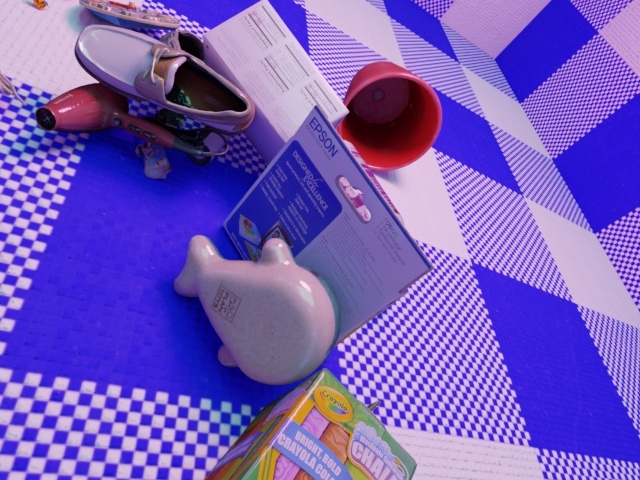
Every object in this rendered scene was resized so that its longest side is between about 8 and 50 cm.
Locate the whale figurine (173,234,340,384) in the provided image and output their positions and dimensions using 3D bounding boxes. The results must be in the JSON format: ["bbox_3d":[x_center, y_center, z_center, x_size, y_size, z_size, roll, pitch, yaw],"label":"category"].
[{"bbox_3d":[-0.093,0.092,0.700,0.272,0.216,0.141,28,14,21],"label":"whale figurine"}]

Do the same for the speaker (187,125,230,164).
[{"bbox_3d":[-0.223,-0.212,0.953,0.055,0.055,0.136,34,41,-12],"label":"speaker"}]

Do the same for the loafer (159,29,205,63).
[{"bbox_3d":[-0.284,-0.377,0.957,0.319,0.112,0.112,-92,164,-56],"label":"loafer"}]

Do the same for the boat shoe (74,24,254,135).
[{"bbox_3d":[-0.250,-0.274,0.763,0.302,0.103,0.113,19,87,-17],"label":"boat shoe"}]

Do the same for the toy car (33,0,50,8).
[{"bbox_3d":[-0.561,-0.514,0.961,0.122,0.060,0.040,-60,145,-34],"label":"toy car"}]

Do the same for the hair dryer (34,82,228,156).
[{"bbox_3d":[-0.325,-0.214,0.791,0.294,0.080,0.224,-10,32,-40],"label":"hair dryer"}]

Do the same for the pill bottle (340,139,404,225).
[{"bbox_3d":[0.069,-0.049,0.966,0.169,0.169,0.301,-12,63,-45],"label":"pill bottle"}]

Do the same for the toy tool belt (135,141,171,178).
[{"bbox_3d":[-0.301,-0.156,0.838,0.052,0.051,0.083,-8,61,-44],"label":"toy tool belt"}]

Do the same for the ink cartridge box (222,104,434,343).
[{"bbox_3d":[0.000,0.000,0.754,0.072,0.307,0.303,-12,64,-52],"label":"ink cartridge box"}]

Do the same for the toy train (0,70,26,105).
[{"bbox_3d":[-0.577,-0.283,0.687,0.143,0.105,0.248,-30,77,-39],"label":"toy train"}]

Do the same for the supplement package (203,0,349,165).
[{"bbox_3d":[-0.100,-0.293,0.934,0.145,0.204,0.262,-37,93,-14],"label":"supplement package"}]

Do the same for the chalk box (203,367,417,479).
[{"bbox_3d":[-0.018,0.299,0.580,0.179,0.180,0.289,46,38,2],"label":"chalk box"}]

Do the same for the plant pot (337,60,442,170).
[{"bbox_3d":[0.178,-0.371,1.291,0.275,0.275,0.243,27,33,-20],"label":"plant pot"}]

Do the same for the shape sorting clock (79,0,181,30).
[{"bbox_3d":[-0.412,-0.499,1.005,0.206,0.040,0.206,10,29,-6],"label":"shape sorting clock"}]
